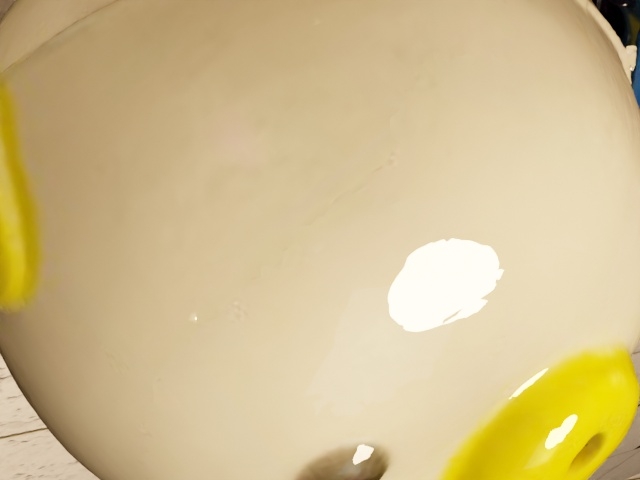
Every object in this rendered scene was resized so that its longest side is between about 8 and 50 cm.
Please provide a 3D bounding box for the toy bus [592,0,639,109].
[{"bbox_3d":[0.186,-0.112,0.723,0.138,0.175,0.287,-25,147,-12],"label":"toy bus"}]

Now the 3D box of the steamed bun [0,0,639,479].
[{"bbox_3d":[-0.002,-0.006,0.606,0.334,0.334,0.374,-26,151,-2],"label":"steamed bun"}]
